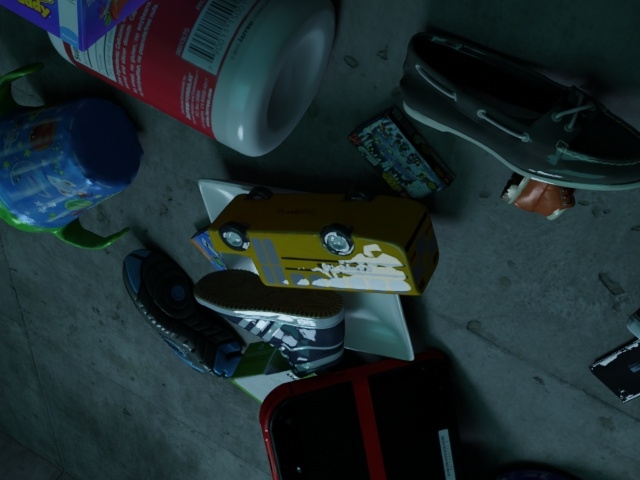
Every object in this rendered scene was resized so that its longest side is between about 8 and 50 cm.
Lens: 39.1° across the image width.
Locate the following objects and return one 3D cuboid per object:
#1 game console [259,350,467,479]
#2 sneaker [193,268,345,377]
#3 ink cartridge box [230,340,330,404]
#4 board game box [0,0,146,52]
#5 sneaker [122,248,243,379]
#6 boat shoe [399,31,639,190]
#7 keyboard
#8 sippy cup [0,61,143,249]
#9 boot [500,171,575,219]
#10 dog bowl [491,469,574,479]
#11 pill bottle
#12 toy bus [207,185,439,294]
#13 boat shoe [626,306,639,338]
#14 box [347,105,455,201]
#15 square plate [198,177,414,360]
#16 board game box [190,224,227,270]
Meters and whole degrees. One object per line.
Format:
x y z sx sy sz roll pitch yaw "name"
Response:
0.086 0.407 1.602 0.060 0.342 0.387 -131 29 -73 "game console"
-0.085 0.146 1.563 0.282 0.099 0.153 9 132 23 "sneaker"
-0.024 0.275 1.763 0.189 0.097 0.255 41 145 -22 "ink cartridge box"
-0.250 -0.382 1.017 0.233 0.347 0.078 30 144 9 "board game box"
-0.313 0.165 1.888 0.139 0.125 0.341 -8 123 51 "sneaker"
0.228 -0.154 1.043 0.335 0.112 0.095 27 143 33 "boat shoe"
0.484 0.188 1.313 0.108 0.023 0.180 43 146 3 "keyboard"
-0.443 -0.145 1.581 0.224 0.240 0.305 -11 146 35 "sippy cup"
0.298 -0.081 1.142 0.084 0.059 0.158 32 153 3 "boot"
0.422 0.547 1.675 0.265 0.104 0.265 17 139 16 "dog bowl"
-0.204 -0.295 1.179 0.407 0.229 0.229 29 144 13 "pill bottle"
0.000 0.000 1.360 0.332 0.108 0.130 2 129 30 "toy bus"
0.523 0.147 1.194 0.228 0.080 0.076 35 109 12 "boat shoe"
0.114 -0.118 1.279 0.137 0.027 0.094 47 145 -14 "box"
-0.015 0.043 1.529 0.344 0.049 0.347 9 133 27 "square plate"
-0.111 0.074 1.693 0.281 0.027 0.145 48 142 -15 "board game box"
